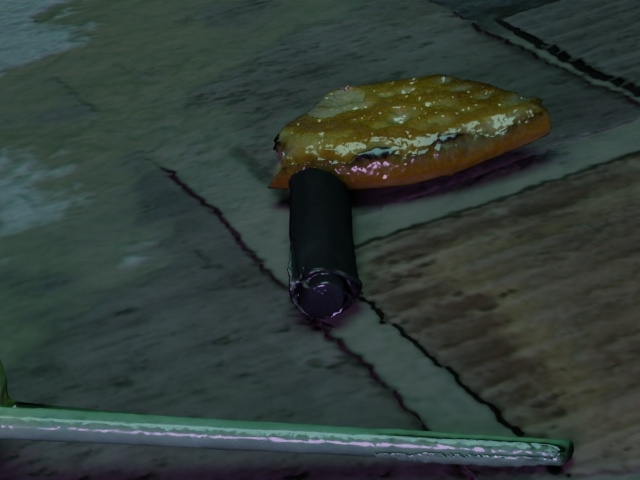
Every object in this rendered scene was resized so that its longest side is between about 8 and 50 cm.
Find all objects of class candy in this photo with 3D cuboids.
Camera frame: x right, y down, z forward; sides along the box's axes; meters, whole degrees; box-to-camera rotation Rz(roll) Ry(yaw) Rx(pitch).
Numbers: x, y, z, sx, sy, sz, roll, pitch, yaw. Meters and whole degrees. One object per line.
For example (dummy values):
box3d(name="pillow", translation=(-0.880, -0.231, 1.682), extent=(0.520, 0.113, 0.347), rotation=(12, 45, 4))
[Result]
box3d(name="candy", translation=(-0.064, 0.077, 0.702), extent=(0.335, 0.093, 0.092), rotation=(4, 71, 7))

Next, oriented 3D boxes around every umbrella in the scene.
box3d(name="umbrella", translation=(0.002, 0.000, 0.858), extent=(0.036, 0.031, 0.133), rotation=(-9, 27, 4))

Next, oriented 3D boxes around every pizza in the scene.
box3d(name="pizza", translation=(0.046, -0.058, 0.956), extent=(0.160, 0.036, 0.099), rotation=(-10, 27, -2))
